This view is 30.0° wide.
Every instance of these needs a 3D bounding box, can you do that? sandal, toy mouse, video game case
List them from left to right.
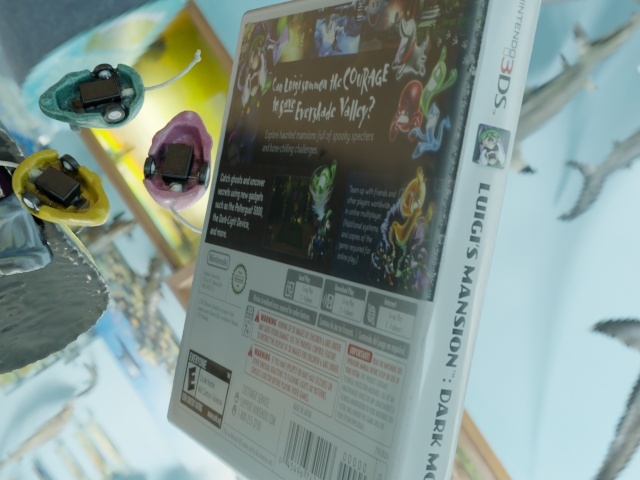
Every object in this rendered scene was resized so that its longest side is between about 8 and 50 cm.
[{"bbox_3d":[-0.231,0.013,0.749,0.167,0.107,0.446,-33,157,0],"label":"sandal"},{"bbox_3d":[-0.112,-0.058,0.709,0.143,0.161,0.031,-56,164,-28],"label":"toy mouse"},{"bbox_3d":[0.000,0.000,0.407,0.022,0.173,0.190,10,-179,-25],"label":"video game case"}]
